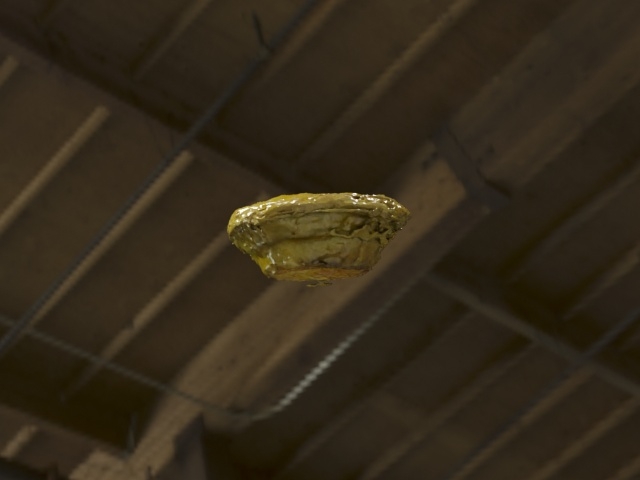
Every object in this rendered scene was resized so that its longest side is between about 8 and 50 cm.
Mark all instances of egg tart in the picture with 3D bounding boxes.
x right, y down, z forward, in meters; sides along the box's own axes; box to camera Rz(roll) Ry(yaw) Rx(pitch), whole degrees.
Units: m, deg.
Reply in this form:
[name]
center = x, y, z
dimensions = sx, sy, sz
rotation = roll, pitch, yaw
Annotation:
[egg tart]
center = 0.000, 0.000, 1.002
dimensions = 0.130, 0.052, 0.130
rotation = -5, -12, -1
